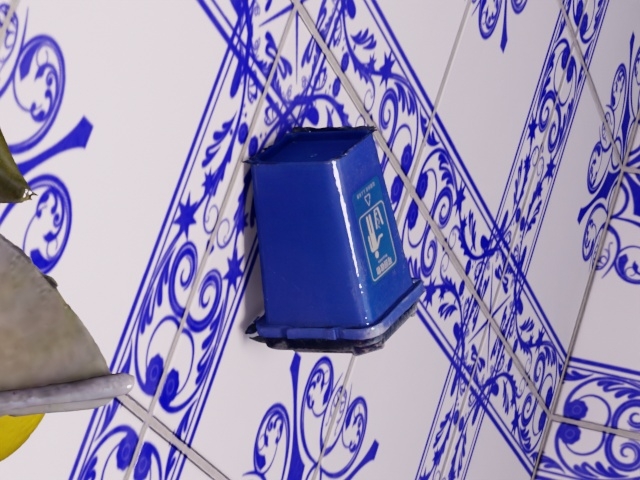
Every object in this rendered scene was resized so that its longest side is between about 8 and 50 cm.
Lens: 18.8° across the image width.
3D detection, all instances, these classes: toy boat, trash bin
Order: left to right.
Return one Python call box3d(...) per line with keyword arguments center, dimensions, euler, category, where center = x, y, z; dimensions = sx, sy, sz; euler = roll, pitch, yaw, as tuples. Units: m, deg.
box3d(center=(-0.320, 0.053, 1.317), dimensions=(0.293, 0.276, 0.111), euler=(-23, 164, -44), category="toy boat")
box3d(center=(0.000, 0.000, 2.160), dimensions=(0.162, 0.184, 0.235), euler=(-42, 126, -56), category="trash bin")

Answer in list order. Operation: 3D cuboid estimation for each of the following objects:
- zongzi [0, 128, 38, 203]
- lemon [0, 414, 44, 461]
box3d(center=(-0.256, -0.125, 1.331), dimensions=(0.251, 0.274, 0.125), euler=(-50, 152, -49), category="zongzi")
box3d(center=(-0.287, 0.093, 1.464), dimensions=(0.203, 0.178, 0.178), euler=(-5, 109, -28), category="lemon")
